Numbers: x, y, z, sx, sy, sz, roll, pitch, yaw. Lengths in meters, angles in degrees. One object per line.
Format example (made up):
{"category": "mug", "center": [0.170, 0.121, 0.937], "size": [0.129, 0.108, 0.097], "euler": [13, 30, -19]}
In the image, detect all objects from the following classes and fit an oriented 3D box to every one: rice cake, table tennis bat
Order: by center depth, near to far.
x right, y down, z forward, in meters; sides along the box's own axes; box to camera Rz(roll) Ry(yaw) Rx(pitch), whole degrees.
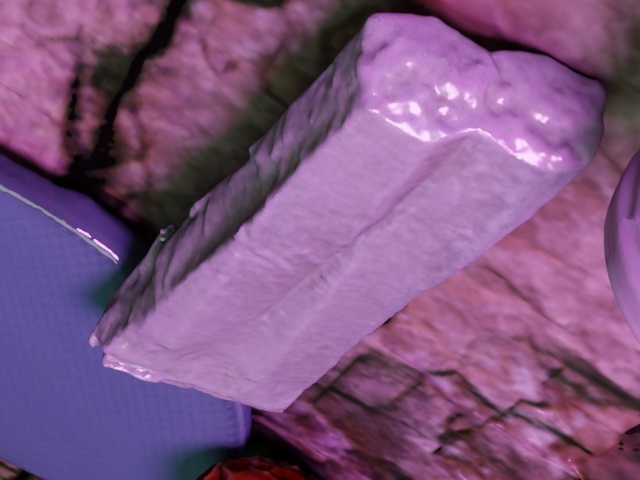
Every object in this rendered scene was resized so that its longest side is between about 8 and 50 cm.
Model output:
{"category": "rice cake", "center": [0.000, 0.000, 0.541], "size": [0.085, 0.040, 0.226], "euler": [20, 146, -21]}
{"category": "table tennis bat", "center": [-0.153, 0.012, 0.675], "size": [0.215, 0.044, 0.329], "euler": [-2, 137, 36]}

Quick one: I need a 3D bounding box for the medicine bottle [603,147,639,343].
{"category": "medicine bottle", "center": [0.156, -0.113, 0.256], "size": [0.108, 0.108, 0.426], "euler": [23, 144, 8]}

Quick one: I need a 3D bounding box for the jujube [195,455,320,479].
{"category": "jujube", "center": [-0.018, 0.141, 0.705], "size": [0.077, 0.077, 0.129], "euler": [4, 145, 30]}
